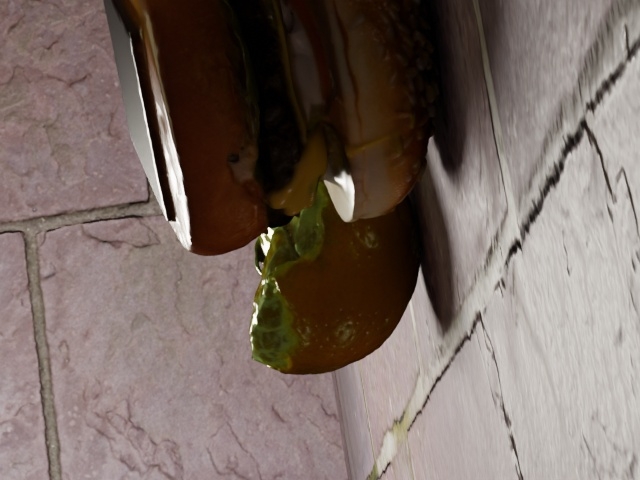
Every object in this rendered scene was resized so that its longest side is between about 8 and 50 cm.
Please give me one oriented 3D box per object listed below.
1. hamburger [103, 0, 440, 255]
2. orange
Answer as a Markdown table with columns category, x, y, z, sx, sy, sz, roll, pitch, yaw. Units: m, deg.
| category | x | y | z | sx | sy | sz | roll | pitch | yaw |
| --- | --- | --- | --- | --- | --- | --- | --- | --- | --- |
| hamburger | -0.034 | -0.137 | 1.338 | 0.291 | 0.225 | 0.291 | 166 | 90 | -83 |
| orange | 0.005 | -0.002 | 1.594 | 0.179 | 0.158 | 0.237 | 90 | 172 | -46 |
